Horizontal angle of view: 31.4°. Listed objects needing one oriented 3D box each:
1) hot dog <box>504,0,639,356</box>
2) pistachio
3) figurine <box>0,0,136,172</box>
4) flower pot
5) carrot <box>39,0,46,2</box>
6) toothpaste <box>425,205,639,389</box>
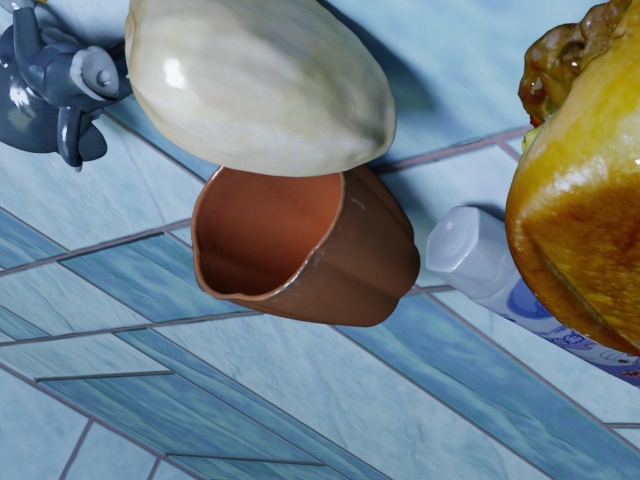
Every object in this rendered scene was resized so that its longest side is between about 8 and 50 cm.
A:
[{"bbox_3d":[0.257,-0.024,0.760,0.223,0.185,0.405,0,147,41],"label":"hot dog"},{"bbox_3d":[-0.050,-0.130,0.903,0.230,0.157,0.157,24,158,-14],"label":"pistachio"},{"bbox_3d":[-0.235,-0.135,1.066,0.193,0.140,0.265,19,-172,-36],"label":"figurine"},{"bbox_3d":[0.000,0.000,1.092,0.191,0.190,0.173,0,158,44],"label":"flower pot"},{"bbox_3d":[-0.327,-0.305,0.889,0.314,0.066,0.066,38,153,-22],"label":"carrot"},{"bbox_3d":[0.262,0.076,1.139,0.371,0.079,0.125,29,154,-30],"label":"toothpaste"}]
